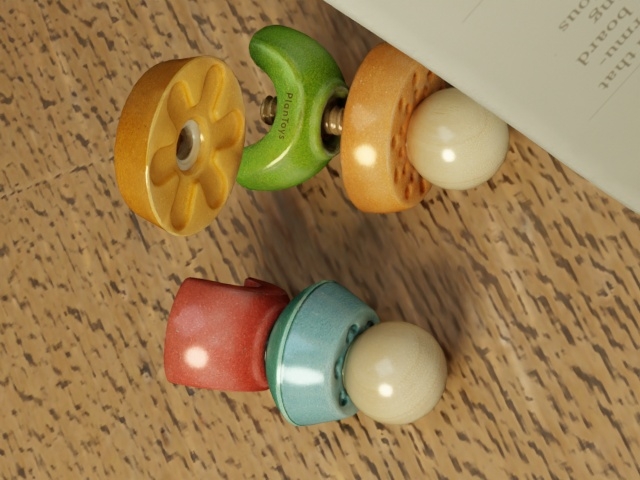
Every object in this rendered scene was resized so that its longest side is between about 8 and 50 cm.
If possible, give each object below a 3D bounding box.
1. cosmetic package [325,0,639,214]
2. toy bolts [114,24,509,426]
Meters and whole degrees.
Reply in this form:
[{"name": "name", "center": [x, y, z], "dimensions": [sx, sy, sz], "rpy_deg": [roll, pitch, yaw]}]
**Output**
[{"name": "cosmetic package", "center": [0.097, -0.271, 0.991], "dimensions": [0.327, 0.394, 0.329], "rpy_deg": [-50, 58, 10]}, {"name": "toy bolts", "center": [0.000, 0.000, 1.102], "dimensions": [0.158, 0.218, 0.228], "rpy_deg": [12, 100, 27]}]
